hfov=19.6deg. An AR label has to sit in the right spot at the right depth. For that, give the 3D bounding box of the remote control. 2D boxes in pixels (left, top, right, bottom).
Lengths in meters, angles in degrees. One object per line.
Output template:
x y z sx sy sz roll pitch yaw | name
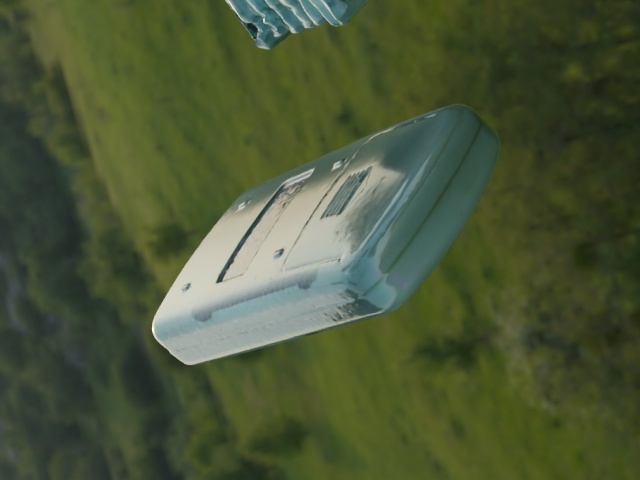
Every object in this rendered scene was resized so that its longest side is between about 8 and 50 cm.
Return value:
0.000 0.000 1.119 0.056 0.140 0.296 40 154 -17 | remote control

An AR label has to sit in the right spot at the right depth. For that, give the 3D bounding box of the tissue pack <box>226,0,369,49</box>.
-0.026 -0.354 1.154 0.388 0.287 0.162 55 152 -14 | tissue pack
